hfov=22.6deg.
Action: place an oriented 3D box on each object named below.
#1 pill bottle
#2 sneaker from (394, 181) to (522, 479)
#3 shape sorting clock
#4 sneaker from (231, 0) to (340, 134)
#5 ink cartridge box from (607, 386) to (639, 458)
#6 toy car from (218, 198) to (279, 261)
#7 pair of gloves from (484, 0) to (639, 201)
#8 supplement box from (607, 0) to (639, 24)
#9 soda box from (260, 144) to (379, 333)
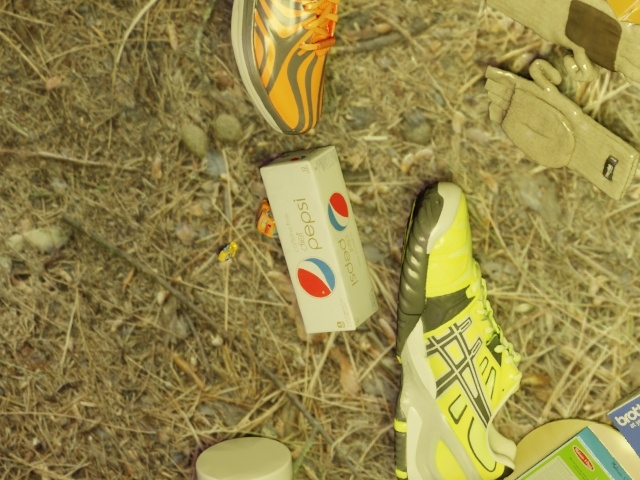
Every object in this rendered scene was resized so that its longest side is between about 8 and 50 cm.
[{"bbox_3d":[-0.089,0.401,2.094,0.153,0.153,0.265,7,113,27],"label":"pill bottle"},{"bbox_3d":[0.161,0.111,1.865,0.147,0.145,0.385,1,115,7],"label":"sneaker"},{"bbox_3d":[0.314,0.308,1.897,0.206,0.040,0.206,12,113,29],"label":"shape sorting clock"},{"bbox_3d":[0.000,-0.272,1.782,0.180,0.124,0.321,2,111,30],"label":"sneaker"},{"bbox_3d":[0.429,0.177,1.776,0.207,0.046,0.097,-37,88,35],"label":"ink cartridge box"},{"bbox_3d":[-0.078,0.003,1.990,0.060,0.040,0.122,45,124,6],"label":"toy car"},{"bbox_3d":[0.261,-0.176,1.680,0.204,0.042,0.240,30,139,28],"label":"pair of gloves"},{"bbox_3d":[0.286,-0.319,1.574,0.078,0.080,0.233,-44,56,34],"label":"supplement box"},{"bbox_3d":[0.000,0.000,1.929,0.073,0.069,0.216,-7,106,31],"label":"soda box"}]
